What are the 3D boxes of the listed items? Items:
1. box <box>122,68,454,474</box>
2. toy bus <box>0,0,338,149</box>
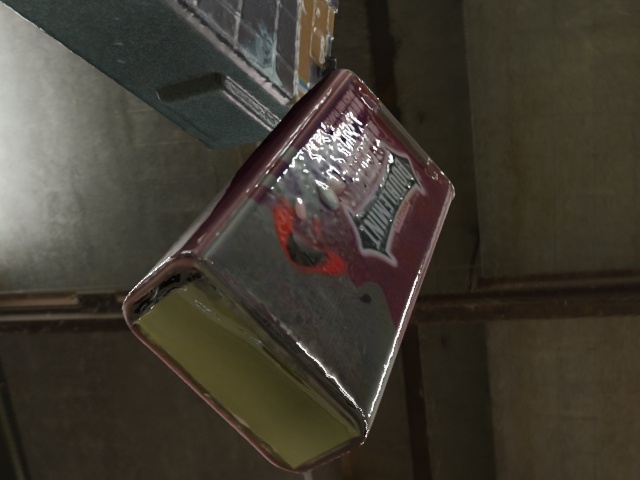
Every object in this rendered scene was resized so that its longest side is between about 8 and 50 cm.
[{"bbox_3d":[0.000,0.000,0.418,0.069,0.224,0.120,-35,-74,33],"label":"box"},{"bbox_3d":[-0.124,-0.229,0.709,0.162,0.323,0.194,-8,-115,29],"label":"toy bus"}]
